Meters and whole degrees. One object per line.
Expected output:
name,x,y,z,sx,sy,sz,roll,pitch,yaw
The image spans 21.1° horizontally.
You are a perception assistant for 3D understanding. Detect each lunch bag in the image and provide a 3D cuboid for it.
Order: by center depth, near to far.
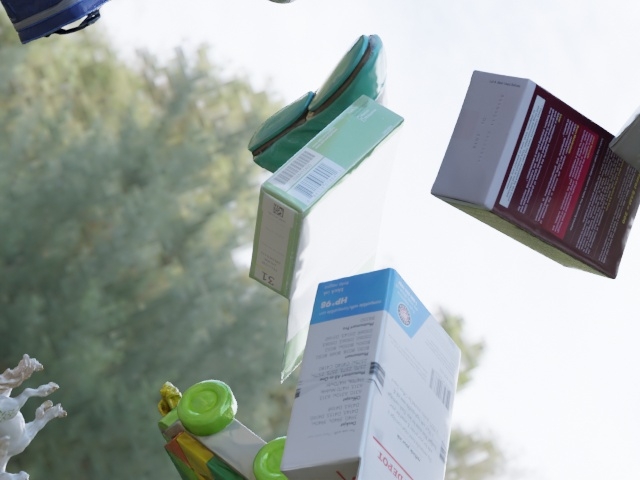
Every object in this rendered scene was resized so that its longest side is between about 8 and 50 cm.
lunch bag,-0.219,-0.208,1.457,0.098,0.067,0.065,-15,-71,40

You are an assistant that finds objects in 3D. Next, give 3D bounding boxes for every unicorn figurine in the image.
unicorn figurine,-0.321,0.198,1.812,0.060,0.111,0.162,21,-41,48

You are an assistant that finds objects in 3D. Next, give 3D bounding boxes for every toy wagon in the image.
toy wagon,-0.064,0.251,1.674,0.344,0.068,0.267,31,-27,42

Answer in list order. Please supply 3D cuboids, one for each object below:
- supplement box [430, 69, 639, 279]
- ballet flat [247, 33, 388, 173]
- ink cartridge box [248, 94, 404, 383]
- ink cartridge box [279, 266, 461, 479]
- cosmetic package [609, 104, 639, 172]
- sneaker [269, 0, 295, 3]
supplement box,0.219,-0.060,1.662,0.073,0.239,0.130,15,-98,44
ballet flat,0.018,-0.125,1.711,0.087,0.083,0.247,35,-34,-14
ink cartridge box,0.000,0.000,1.626,0.056,0.171,0.235,30,-42,18
ink cartridge box,0.032,0.121,1.082,0.104,0.060,0.180,51,39,-40
cosmetic package,0.413,-0.071,1.644,0.238,0.127,0.107,41,-52,4
sneaker,0.008,-0.456,2.071,0.150,0.135,0.366,-37,-142,50
